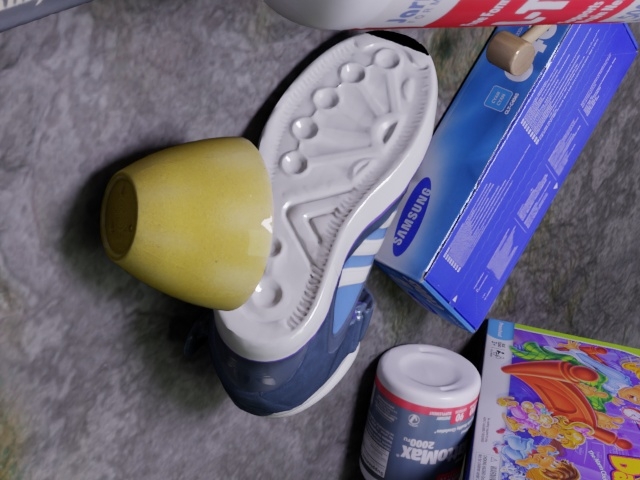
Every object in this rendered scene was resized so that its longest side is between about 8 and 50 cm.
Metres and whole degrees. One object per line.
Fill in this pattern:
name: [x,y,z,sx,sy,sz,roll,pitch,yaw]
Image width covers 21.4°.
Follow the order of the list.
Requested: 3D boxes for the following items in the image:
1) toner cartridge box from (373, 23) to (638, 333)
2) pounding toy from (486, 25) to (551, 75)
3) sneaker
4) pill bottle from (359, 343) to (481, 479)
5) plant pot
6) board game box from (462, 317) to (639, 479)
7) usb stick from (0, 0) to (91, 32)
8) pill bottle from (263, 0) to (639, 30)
toner cartridge box: [0.186,-0.093,1.681,0.348,0.075,0.165,-59,148,-7]
pounding toy: [0.174,-0.259,1.519,0.181,0.094,0.206,-1,114,-55]
sneaker: [0.000,0.000,1.461,0.236,0.130,0.323,89,25,-65]
pill bottle: [0.098,0.208,1.746,0.108,0.108,0.180,-23,131,-47]
plant pot: [-0.109,-0.015,1.270,0.095,0.134,0.134,3,112,-32]
board game box: [0.269,0.223,1.750,0.347,0.233,0.078,-73,174,-60]
usb stick: [-0.198,-0.171,1.080,0.278,0.045,0.077,-29,134,-44]
pill bottle: [0.078,-0.256,1.130,0.408,0.229,0.229,-6,120,-29]
